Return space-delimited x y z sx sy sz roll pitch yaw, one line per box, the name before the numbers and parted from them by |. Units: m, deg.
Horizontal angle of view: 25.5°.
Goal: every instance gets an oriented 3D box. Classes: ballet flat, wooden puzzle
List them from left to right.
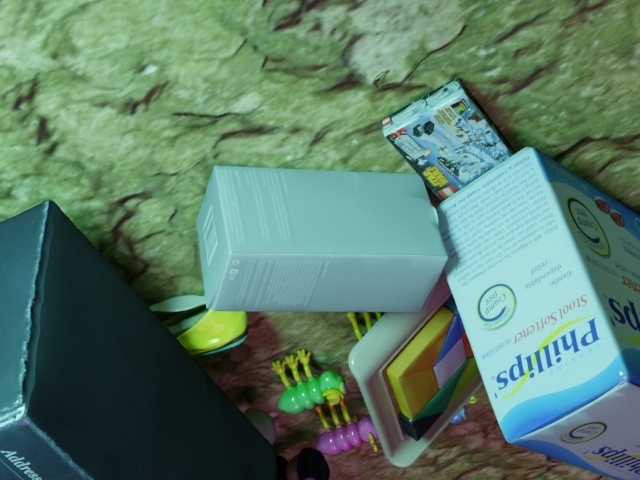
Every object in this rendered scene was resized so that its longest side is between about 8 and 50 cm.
ballet flat | -0.195 0.115 1.613 0.231 0.077 0.077 -23 119 8
wooden puzzle | 0.139 0.136 1.654 0.221 0.044 0.238 -46 142 -18

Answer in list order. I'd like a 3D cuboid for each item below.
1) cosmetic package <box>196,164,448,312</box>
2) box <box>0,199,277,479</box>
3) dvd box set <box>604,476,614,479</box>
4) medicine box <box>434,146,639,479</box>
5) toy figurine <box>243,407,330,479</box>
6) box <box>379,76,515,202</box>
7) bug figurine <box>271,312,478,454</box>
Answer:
cosmetic package | 0.000 0.000 1.476 0.238 0.127 0.107 5 138 -18
box | -0.354 0.283 1.488 0.472 0.297 0.480 -21 131 17
dvd box set | 0.560 0.274 2.019 0.308 0.062 0.420 -32 137 22
medicine box | 0.279 0.087 1.508 0.149 0.289 0.263 -35 143 26
toy figurine | -0.091 0.334 1.785 0.148 0.209 0.213 -13 142 25
box | 0.135 -0.102 1.466 0.094 0.027 0.137 -28 139 16
bug figurine | 0.068 0.194 1.773 0.216 0.072 0.279 -22 141 11
